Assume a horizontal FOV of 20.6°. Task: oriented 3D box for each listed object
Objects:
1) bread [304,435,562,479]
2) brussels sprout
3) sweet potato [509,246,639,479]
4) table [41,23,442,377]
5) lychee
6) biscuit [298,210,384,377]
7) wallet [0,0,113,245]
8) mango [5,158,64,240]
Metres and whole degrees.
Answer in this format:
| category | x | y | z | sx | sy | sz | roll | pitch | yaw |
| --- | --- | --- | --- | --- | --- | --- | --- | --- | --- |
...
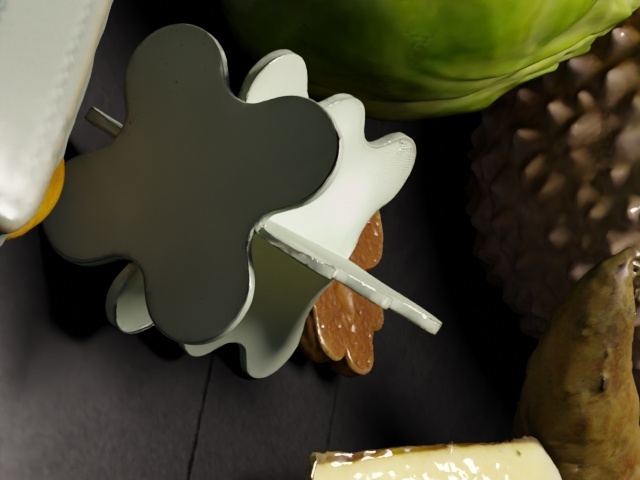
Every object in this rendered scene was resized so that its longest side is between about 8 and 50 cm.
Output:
| category | x | y | z | sx | sy | sz | roll | pitch | yaw |
| --- | --- | --- | --- | --- | --- | --- | --- | --- | --- |
| bread | 0.094 | 0.216 | 0.970 | 0.240 | 0.135 | 0.178 | 68 | 10 | 25 |
| brussels sprout | 0.090 | -0.229 | 1.104 | 0.354 | 0.289 | 0.281 | -18 | 82 | -19 |
| sweet potato | 0.189 | 0.183 | 1.170 | 0.130 | 0.130 | 0.423 | -73 | 153 | -47 |
| table | -0.026 | -0.008 | 0.948 | 0.198 | 0.166 | 0.167 | 29 | 49 | -62 |
| lychee | 0.304 | -0.057 | 1.310 | 0.380 | 0.432 | 0.380 | 21 | 43 | -21 |
| biscuit | 0.000 | 0.000 | 1.112 | 0.124 | 0.026 | 0.175 | 32 | 47 | -49 |
| wallet | -0.231 | -0.161 | 0.710 | 0.360 | 0.083 | 0.252 | 40 | 42 | -29 |
| mango | -0.158 | -0.037 | 0.825 | 0.079 | 0.057 | 0.114 | 67 | 20 | -2 |
